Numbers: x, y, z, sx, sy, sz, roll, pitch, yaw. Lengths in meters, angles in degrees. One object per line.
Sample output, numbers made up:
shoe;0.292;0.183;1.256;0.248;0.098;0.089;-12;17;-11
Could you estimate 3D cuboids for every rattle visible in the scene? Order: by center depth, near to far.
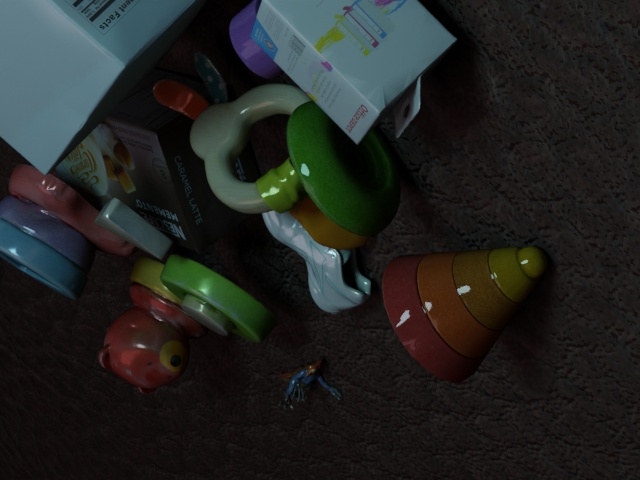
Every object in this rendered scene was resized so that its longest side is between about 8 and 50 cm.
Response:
rattle;-0.050;-0.085;1.471;0.200;0.143;0.130;26;99;41

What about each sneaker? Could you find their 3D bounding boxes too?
sneaker;0.000;0.000;1.508;0.061;0.054;0.152;-15;114;51

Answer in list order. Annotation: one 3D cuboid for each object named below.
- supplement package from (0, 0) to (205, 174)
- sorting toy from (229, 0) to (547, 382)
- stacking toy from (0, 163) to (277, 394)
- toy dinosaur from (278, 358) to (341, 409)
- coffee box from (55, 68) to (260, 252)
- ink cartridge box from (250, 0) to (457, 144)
supplement package;-0.249;-0.242;1.379;0.263;0.198;0.199;42;142;-5
sorting toy;0.070;-0.064;1.307;0.126;0.127;0.365;-31;91;32
stacking toy;-0.211;0.061;1.656;0.309;0.130;0.279;38;168;-29
toy dinosaur;-0.021;0.147;1.705;0.090;0.047;0.082;49;135;32
coffee box;-0.180;-0.095;1.621;0.246;0.098;0.141;20;137;47
ink cartridge box;0.030;-0.150;1.223;0.143;0.090;0.092;45;166;1
